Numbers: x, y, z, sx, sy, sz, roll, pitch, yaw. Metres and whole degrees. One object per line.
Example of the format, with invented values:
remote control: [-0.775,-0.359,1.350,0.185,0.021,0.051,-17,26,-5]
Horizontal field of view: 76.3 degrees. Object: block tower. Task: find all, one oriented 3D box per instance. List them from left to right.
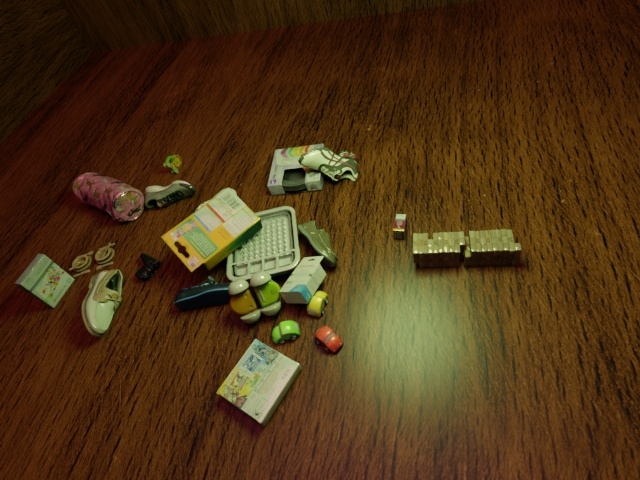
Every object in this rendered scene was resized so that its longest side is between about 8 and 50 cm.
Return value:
block tower: [0.488,0.029,1.387,0.335,0.091,0.097,-1,52,14]

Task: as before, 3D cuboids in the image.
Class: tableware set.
tableware set: [-1.011,0.078,1.800,0.194,0.039,0.128,-19,49,-1]

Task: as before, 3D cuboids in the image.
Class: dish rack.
dish rack: [-0.219,0.022,1.603,0.285,0.072,0.333,-14,49,6]

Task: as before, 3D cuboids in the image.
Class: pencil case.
pencil case: [-1.029,-0.216,1.972,0.386,0.160,0.167,21,31,29]

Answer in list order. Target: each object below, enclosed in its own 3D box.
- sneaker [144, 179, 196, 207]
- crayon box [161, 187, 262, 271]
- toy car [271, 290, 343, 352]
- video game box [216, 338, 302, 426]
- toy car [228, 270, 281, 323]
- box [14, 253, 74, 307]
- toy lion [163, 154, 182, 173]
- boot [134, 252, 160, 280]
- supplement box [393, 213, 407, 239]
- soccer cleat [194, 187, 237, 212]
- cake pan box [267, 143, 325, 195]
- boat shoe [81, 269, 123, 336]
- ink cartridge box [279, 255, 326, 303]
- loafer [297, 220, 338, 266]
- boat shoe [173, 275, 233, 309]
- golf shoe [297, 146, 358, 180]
sneaker: [-0.708,-0.210,1.925,0.271,0.100,0.108,-10,60,15]
crayon box: [-0.413,-0.032,1.569,0.323,0.083,0.203,-40,70,-19]
toy car: [-0.059,0.283,1.356,0.224,0.053,0.239,-18,49,0]
video game box: [-0.190,0.437,1.272,0.187,0.048,0.205,22,60,27]
toy car: [-0.229,0.191,1.439,0.181,0.159,0.136,-21,13,-1]
box: [-1.118,0.167,1.660,0.038,0.186,0.145,6,53,17]
toy lion: [-0.748,-0.397,2.080,0.034,0.100,0.096,3,71,20]
boot: [-0.732,0.111,1.694,0.121,0.045,0.099,19,62,27]
supplement box: [0.300,-0.052,1.529,0.043,0.055,0.083,4,52,19]
soccer cleat: [-0.458,-0.126,1.743,0.115,0.143,0.331,8,55,20]
cake pan box: [-0.104,-0.322,1.856,0.245,0.070,0.267,-5,51,15]
boat shoe: [-0.838,0.228,1.581,0.103,0.113,0.302,-25,48,2]
ink cartridge box: [-0.052,0.138,1.437,0.104,0.060,0.180,-6,36,40]
loafer: [0.000,0.000,1.544,0.087,0.094,0.251,-34,51,-7]
boat shoe: [-0.424,0.183,1.508,0.258,0.109,0.089,-8,46,6]
golf shoe: [0.041,-0.322,1.737,0.272,0.105,0.120,-1,63,-22]
